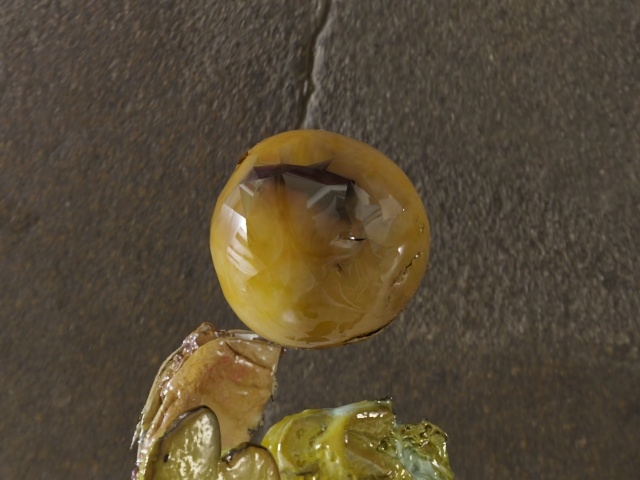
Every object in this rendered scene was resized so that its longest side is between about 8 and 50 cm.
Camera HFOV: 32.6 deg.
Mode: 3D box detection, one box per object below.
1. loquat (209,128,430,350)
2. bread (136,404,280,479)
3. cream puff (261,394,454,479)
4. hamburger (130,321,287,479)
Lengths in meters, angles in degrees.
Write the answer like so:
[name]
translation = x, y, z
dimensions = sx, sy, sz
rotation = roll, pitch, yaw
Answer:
[loquat]
translation = 0.000, 0.000, 1.134
dimensions = 0.235, 0.235, 0.235
rotation = 2, 117, 4
[bread]
translation = -0.105, 0.220, 0.971
dimensions = 0.065, 0.149, 0.188
rotation = 12, 123, 43
[cream puff]
translation = 0.047, 0.380, 1.561
dimensions = 0.274, 0.270, 0.323
rotation = -16, 153, 27
[hamburger]
translation = -0.167, 0.250, 1.611
dimensions = 0.282, 0.155, 0.245
rotation = -20, 82, -14
